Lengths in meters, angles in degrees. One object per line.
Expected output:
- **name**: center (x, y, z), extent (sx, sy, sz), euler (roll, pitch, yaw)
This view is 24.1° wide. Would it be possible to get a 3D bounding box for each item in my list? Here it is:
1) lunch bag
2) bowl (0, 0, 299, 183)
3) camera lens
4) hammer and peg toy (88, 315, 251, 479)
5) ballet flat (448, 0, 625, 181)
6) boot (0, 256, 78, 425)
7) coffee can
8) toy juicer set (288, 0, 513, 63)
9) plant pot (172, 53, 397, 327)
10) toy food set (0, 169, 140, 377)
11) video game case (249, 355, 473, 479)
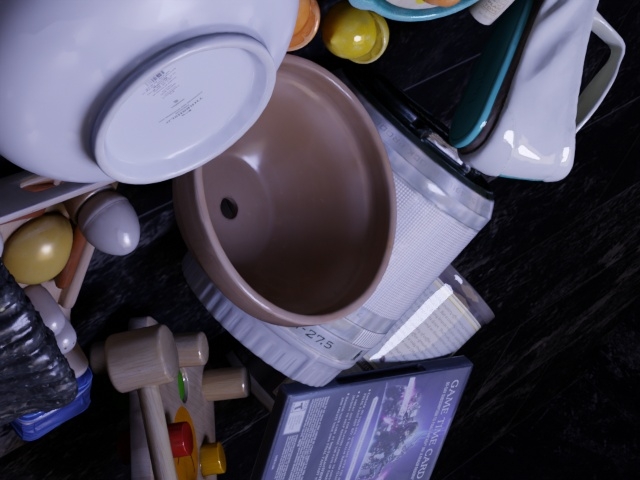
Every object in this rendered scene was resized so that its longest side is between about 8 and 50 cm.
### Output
- **lunch bag**: center (-0.276, 0.145, 1.471), extent (0.098, 0.067, 0.065), euler (-32, 156, -28)
- **bowl**: center (-0.123, -0.135, 1.053), extent (0.298, 0.134, 0.298), euler (-28, 155, -15)
- **camera lens**: center (0.021, -0.018, 1.506), extent (0.274, 0.219, 0.219), euler (-49, 160, 11)
- **hammer and peg toy**: center (-0.168, 0.221, 1.561), extent (0.127, 0.266, 0.361), euler (-7, 163, 10)
- **ballet flat**: center (0.243, -0.237, 1.439), extent (0.139, 0.139, 0.400), euler (50, 58, -70)
- **boot**: center (-0.304, 0.089, 0.919), extent (0.260, 0.131, 0.348), euler (-29, 169, -3)
- **coffee can**: center (0.048, 0.117, 1.850), extent (0.275, 0.201, 0.201), euler (-44, 160, -1)
- **toy juicer set**: center (0.088, -0.214, 1.273), extent (0.329, 0.089, 0.209), euler (-6, 149, -20)
- **plant pot**: center (-0.051, -0.036, 1.319), extent (0.109, 0.237, 0.237), euler (-14, -174, 45)
- **toy food set**: center (-0.253, 0.051, 1.294), extent (0.219, 0.092, 0.306), euler (-26, 152, -43)
- **video game case**: center (0.044, 0.236, 1.772), extent (0.274, 0.026, 0.196), euler (-6, 126, -37)
